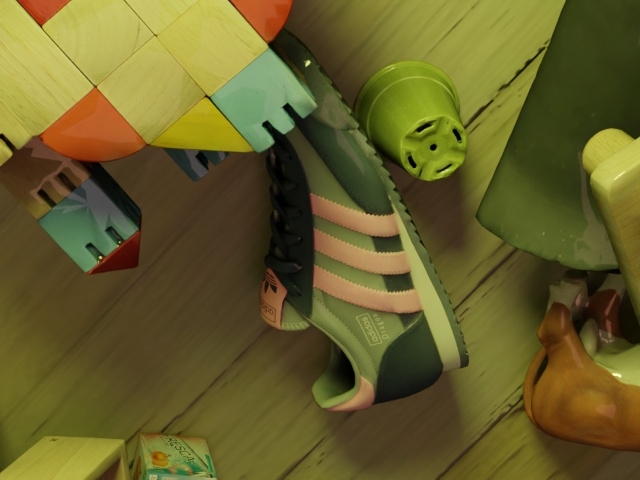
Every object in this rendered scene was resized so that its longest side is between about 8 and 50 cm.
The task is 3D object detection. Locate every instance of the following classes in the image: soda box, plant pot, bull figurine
[{"bbox_3d":[-0.133,0.249,1.179,0.058,0.063,0.183,7,113,-16],"label":"soda box"},{"bbox_3d":[0.073,-0.080,1.065,0.083,0.079,0.083,-5,116,-10],"label":"plant pot"},{"bbox_3d":[0.315,0.111,1.151,0.310,0.101,0.188,4,113,14],"label":"bull figurine"}]

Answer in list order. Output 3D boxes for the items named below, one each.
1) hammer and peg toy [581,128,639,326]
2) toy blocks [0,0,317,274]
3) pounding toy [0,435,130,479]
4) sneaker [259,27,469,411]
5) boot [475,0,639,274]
[{"bbox_3d":[0.359,-0.049,0.963,0.361,0.127,0.266,-32,128,-5],"label":"hammer and peg toy"},{"bbox_3d":[-0.112,-0.146,0.904,0.381,0.191,0.261,-40,107,7],"label":"toy blocks"},{"bbox_3d":[-0.210,0.237,1.085,0.100,0.130,0.141,1,107,19],"label":"pounding toy"},{"bbox_3d":[0.000,0.000,1.067,0.131,0.112,0.319,-28,117,-3],"label":"sneaker"},{"bbox_3d":[0.196,-0.200,1.003,0.367,0.146,0.445,15,119,-2],"label":"boot"}]
